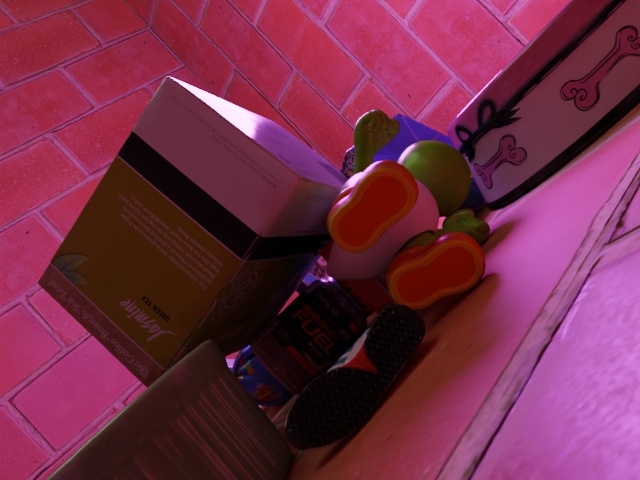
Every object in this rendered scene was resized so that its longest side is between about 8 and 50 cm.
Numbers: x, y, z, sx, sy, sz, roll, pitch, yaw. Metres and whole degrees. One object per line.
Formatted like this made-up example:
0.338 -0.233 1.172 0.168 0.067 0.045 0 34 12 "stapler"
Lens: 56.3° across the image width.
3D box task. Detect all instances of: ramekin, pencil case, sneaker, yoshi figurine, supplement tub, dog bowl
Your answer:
-0.171 0.255 0.587 0.303 0.148 0.303 -44 -2 -2 "ramekin"
-0.097 0.228 1.152 0.119 0.133 0.306 -43 -1 -4 "pencil case"
0.034 0.131 0.548 0.161 0.057 0.075 -44 -19 -20 "sneaker"
0.120 -0.056 0.750 0.362 0.203 0.203 -72 -13 -76 "yoshi figurine"
-0.008 0.141 0.954 0.190 0.117 0.117 -44 -2 -7 "supplement tub"
0.365 -0.240 0.918 0.408 0.150 0.408 -44 -2 -2 "dog bowl"
0.266 -0.079 1.132 0.064 0.070 0.151 -44 -3 -5 "pencil case"

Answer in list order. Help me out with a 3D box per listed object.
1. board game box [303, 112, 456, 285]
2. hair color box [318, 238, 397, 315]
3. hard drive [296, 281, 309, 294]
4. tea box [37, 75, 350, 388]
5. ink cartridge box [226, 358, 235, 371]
0.114 -0.050 1.100 0.232 0.141 0.290 -43 -22 -50 "board game box"
0.072 0.043 0.895 0.043 0.141 0.072 -46 -3 41 "hair color box"
0.000 0.000 1.318 0.237 0.339 0.064 -42 -4 -32 "hard drive"
-0.144 -0.010 0.855 0.323 0.220 0.329 -53 -13 12 "tea box"
-0.191 0.305 1.140 0.109 0.063 0.150 95 176 -86 "ink cartridge box"
